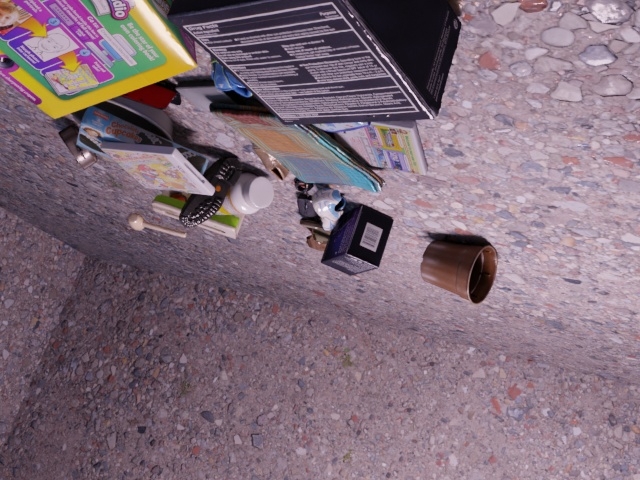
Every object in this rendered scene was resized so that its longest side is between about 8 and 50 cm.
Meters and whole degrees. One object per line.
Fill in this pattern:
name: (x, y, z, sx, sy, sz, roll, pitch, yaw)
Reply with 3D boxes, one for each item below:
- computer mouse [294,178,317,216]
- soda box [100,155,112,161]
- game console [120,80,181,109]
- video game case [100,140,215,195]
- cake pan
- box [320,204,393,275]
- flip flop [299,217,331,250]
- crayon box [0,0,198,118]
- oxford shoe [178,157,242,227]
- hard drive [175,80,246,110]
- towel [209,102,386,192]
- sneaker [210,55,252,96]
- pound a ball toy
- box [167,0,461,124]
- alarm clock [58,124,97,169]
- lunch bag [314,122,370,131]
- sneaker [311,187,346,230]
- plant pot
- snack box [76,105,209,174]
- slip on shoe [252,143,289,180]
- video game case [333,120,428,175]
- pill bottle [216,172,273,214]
computer mouse: (-0.039, -0.115, 2.040, 0.071, 0.041, 0.242, 16, 163, 11)
soda box: (-0.560, -0.257, 2.122, 0.181, 0.058, 0.061, 13, 163, 21)
game console: (-0.401, -0.328, 1.656, 0.144, 0.085, 0.124, 19, 164, 0)
video game case: (-0.410, -0.181, 1.846, 0.227, 0.026, 0.206, 8, 158, 26)
cake pan: (-0.507, -0.316, 1.871, 0.293, 0.054, 0.293, 17, 164, 5)
box: (0.101, 0.005, 2.075, 0.108, 0.153, 0.207, 24, 163, -16)
flip flop: (0.000, 0.000, 2.305, 0.112, 0.080, 0.277, 15, 164, 14)
crayon box: (-0.431, -0.383, 1.234, 0.313, 0.106, 0.363, -18, 154, 11)
oxford shoe: (-0.305, -0.129, 1.966, 0.083, 0.227, 0.096, 47, 165, -32)
hard drive: (-0.242, -0.321, 1.615, 0.135, 0.022, 0.094, 6, 160, 36)
towel: (-0.048, -0.207, 1.662, 0.271, 0.040, 0.370, 12, 168, 39)
sneaker: (-0.156, -0.338, 1.271, 0.091, 0.126, 0.240, 9, 162, 30)
pound a ball toy: (-0.408, -0.081, 2.264, 0.319, 0.208, 0.136, 18, 164, 0)
box: (0.002, -0.319, 1.050, 0.296, 0.183, 0.294, 4, 160, 36)
alarm clock: (-0.700, -0.270, 2.119, 0.129, 0.064, 0.192, 61, 172, -27)
lunch bag: (0.008, -0.267, 1.378, 0.151, 0.096, 0.129, -8, 151, 38)
sneaker: (0.033, -0.083, 2.003, 0.086, 0.085, 0.237, -10, 167, 5)
plant pot: (0.377, 0.075, 2.015, 0.165, 0.167, 0.167, 17, 166, 36)
snack box: (-0.466, -0.231, 1.897, 0.322, 0.060, 0.187, 24, 162, -16)
slip on shoe: (-0.127, -0.199, 1.854, 0.051, 0.041, 0.135, 7, 161, 35)
video game case: (0.124, -0.211, 1.567, 0.193, 0.023, 0.212, 13, 162, 20)
pill bottle: (-0.230, -0.132, 2.058, 0.208, 0.118, 0.117, 1, 157, 47)
